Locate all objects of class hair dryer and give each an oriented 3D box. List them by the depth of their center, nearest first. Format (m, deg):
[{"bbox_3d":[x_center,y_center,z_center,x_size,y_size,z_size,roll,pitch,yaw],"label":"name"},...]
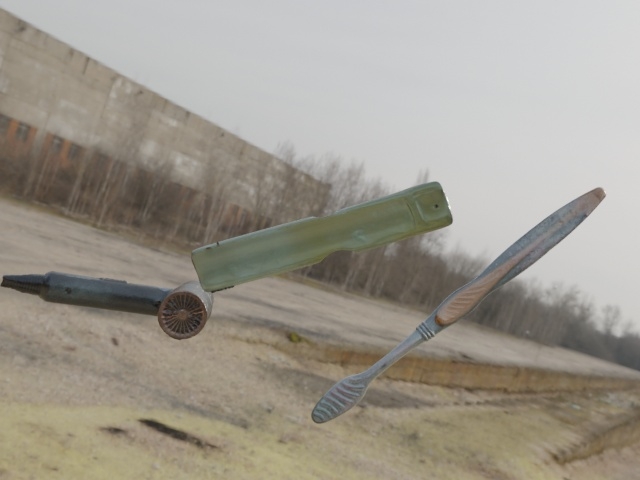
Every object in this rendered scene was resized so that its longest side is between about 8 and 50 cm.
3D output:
[{"bbox_3d":[-0.206,0.054,0.672,0.195,0.050,0.173,11,-3,-6],"label":"hair dryer"}]

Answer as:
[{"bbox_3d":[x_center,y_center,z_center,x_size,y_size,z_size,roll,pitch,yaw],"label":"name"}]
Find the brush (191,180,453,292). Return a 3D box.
[{"bbox_3d":[0.000,0.000,0.454,0.178,0.033,0.030,-15,-10,9],"label":"brush"}]

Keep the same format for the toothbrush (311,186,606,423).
[{"bbox_3d":[0.142,0.058,0.653,0.028,0.375,0.037,51,-8,14],"label":"toothbrush"}]
